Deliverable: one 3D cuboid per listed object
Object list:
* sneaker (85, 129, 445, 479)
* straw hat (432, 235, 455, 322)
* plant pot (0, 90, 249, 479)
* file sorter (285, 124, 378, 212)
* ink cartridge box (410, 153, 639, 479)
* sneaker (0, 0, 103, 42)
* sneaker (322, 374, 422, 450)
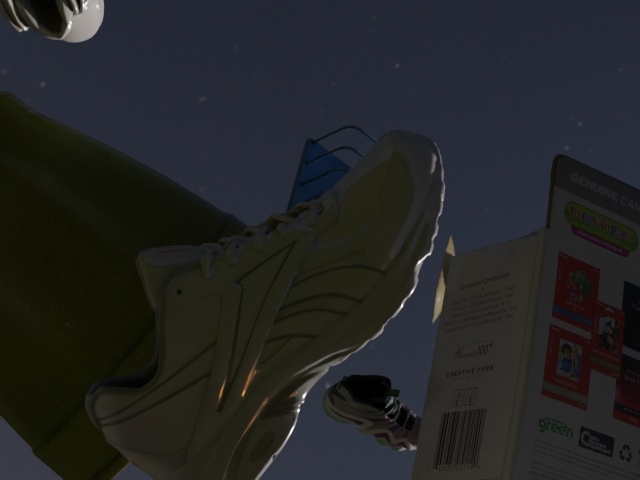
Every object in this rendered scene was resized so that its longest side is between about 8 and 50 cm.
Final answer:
[{"bbox_3d":[-0.031,0.025,0.529,0.115,0.232,0.090,38,-5,-10],"label":"sneaker"},{"bbox_3d":[0.221,0.068,1.657,0.061,0.144,0.144,12,-52,11],"label":"straw hat"},{"bbox_3d":[-0.293,0.034,1.168,0.353,0.366,0.366,40,-36,-10],"label":"plant pot"},{"bbox_3d":[0.035,-0.067,1.548,0.118,0.170,0.104,35,-36,-31],"label":"file sorter"},{"bbox_3d":[0.257,0.113,0.884,0.309,0.271,0.130,23,-22,-23],"label":"ink cartridge box"},{"bbox_3d":[-0.294,-0.260,1.110,0.292,0.108,0.169,71,1,-65],"label":"sneaker"},{"bbox_3d":[0.055,0.136,0.848,0.098,0.038,0.069,20,-34,-10],"label":"sneaker"}]
